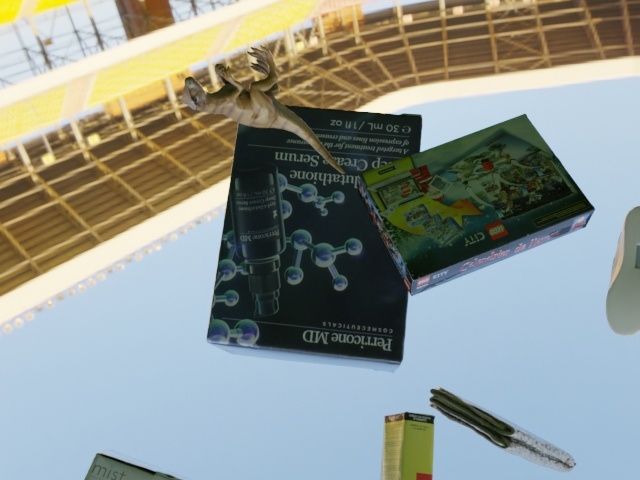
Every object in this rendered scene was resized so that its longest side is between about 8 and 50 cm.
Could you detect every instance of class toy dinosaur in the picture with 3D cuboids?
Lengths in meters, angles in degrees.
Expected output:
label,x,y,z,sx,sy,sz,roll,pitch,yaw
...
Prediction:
label,x,y,z,sx,sy,sz,roll,pitch,yaw
toy dinosaur,-0.065,-0.155,0.760,0.211,0.112,0.064,14,170,-31

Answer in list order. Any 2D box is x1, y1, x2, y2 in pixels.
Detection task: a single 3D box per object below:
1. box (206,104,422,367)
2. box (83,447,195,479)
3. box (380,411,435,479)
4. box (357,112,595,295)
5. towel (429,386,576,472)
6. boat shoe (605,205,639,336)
label,x,y,z,sx,sy,sz,roll,pitch,yaw
box,0.000,0.000,1.081,0.293,0.212,0.395,5,-103,4
box,-0.300,0.481,1.192,0.262,0.231,0.127,24,-109,-7
box,0.132,0.389,1.014,0.058,0.087,0.232,13,-114,-16
box,0.182,-0.048,0.793,0.233,0.044,0.159,-20,-119,-7
towel,0.326,0.346,1.184,0.187,0.282,0.049,23,-97,49
boat shoe,0.442,0.044,0.930,0.066,0.184,0.063,3,175,21
